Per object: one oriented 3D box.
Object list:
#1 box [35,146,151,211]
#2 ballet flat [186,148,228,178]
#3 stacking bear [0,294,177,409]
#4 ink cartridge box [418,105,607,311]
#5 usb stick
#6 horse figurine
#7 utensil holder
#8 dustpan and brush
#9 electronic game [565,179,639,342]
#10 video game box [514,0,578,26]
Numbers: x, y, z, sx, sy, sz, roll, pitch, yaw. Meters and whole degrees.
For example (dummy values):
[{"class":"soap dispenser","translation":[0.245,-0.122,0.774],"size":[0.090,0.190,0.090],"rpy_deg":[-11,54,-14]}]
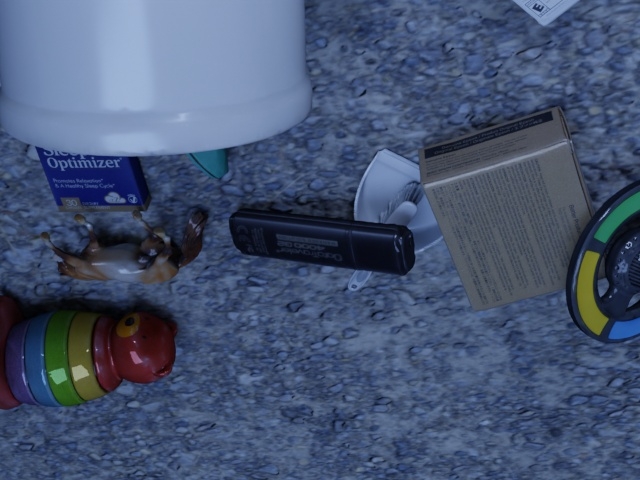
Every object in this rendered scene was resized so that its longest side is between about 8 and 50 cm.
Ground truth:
[{"class":"box","translation":[-0.328,-0.134,1.602],"size":[0.136,0.036,0.225],"rpy_deg":[0,130,13]},{"class":"ballet flat","translation":[-0.179,-0.180,1.498],"size":[0.087,0.083,0.247],"rpy_deg":[-35,120,17]},{"class":"stacking bear","translation":[-0.369,0.177,1.819],"size":[0.288,0.175,0.164],"rpy_deg":[-6,128,8]},{"class":"ink cartridge box","translation":[0.253,-0.036,1.500],"size":[0.193,0.088,0.235],"rpy_deg":[-16,126,13]},{"class":"usb stick","translation":[0.000,0.000,1.592],"size":[0.278,0.045,0.077],"rpy_deg":[7,127,28]},{"class":"horse figurine","translation":[-0.285,0.017,1.695],"size":[0.263,0.066,0.174],"rpy_deg":[-4,150,7]},{"class":"utensil holder","translation":[-0.176,-0.312,1.144],"size":[0.327,0.327,0.386],"rpy_deg":[2,111,11]},{"class":"dustpan and brush","translation":[0.093,-0.011,1.596],"size":[0.147,0.060,0.211],"rpy_deg":[26,132,-10]},{"class":"electronic game","translation":[0.407,0.027,1.486],"size":[0.229,0.048,0.229],"rpy_deg":[-13,118,-26]},{"class":"video game box","translation":[0.249,-0.350,1.245],"size":[0.187,0.048,0.205],"rpy_deg":[32,137,-23]}]
